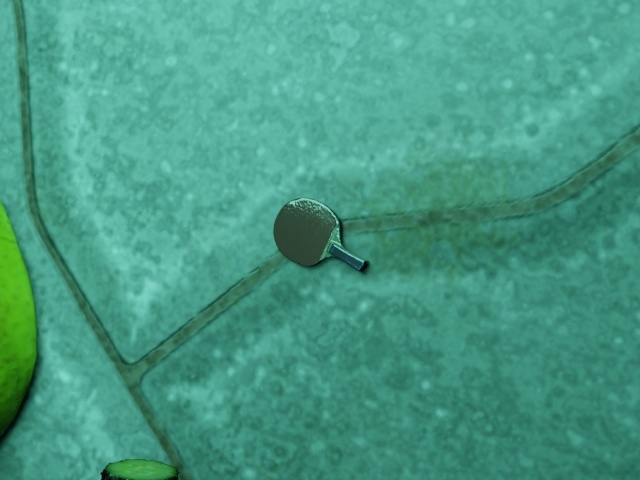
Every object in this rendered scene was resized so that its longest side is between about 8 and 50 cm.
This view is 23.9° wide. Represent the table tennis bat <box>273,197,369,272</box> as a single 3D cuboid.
[{"bbox_3d":[0.000,0.000,1.136,0.083,0.007,0.050,32,98,24],"label":"table tennis bat"}]

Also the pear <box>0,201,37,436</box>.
[{"bbox_3d":[-0.359,0.086,1.229,0.288,0.139,0.239,-45,79,16],"label":"pear"}]

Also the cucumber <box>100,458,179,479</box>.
[{"bbox_3d":[-0.164,0.312,1.155,0.067,0.067,0.293,15,96,24],"label":"cucumber"}]
